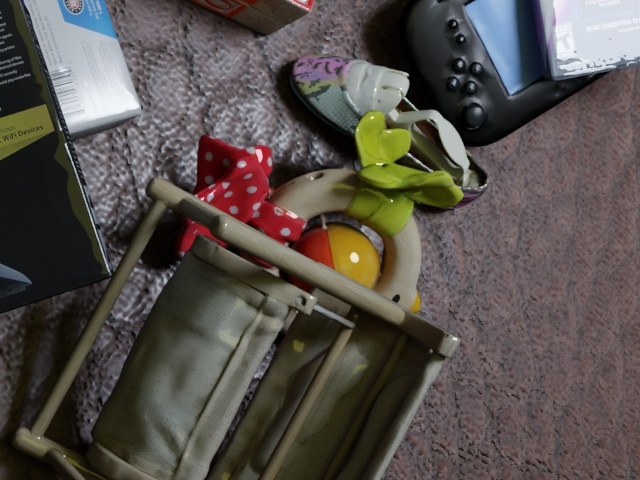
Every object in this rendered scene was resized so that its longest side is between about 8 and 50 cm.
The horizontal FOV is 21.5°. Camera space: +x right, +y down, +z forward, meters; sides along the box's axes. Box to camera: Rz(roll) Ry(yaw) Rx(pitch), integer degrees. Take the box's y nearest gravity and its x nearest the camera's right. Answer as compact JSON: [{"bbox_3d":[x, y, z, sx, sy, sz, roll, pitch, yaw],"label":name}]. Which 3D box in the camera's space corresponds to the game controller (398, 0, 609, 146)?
[{"bbox_3d":[0.229,-0.228,1.647,0.319,0.067,0.166,-32,114,-11],"label":"game controller"}]

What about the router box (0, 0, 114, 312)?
[{"bbox_3d":[-0.338,-0.039,1.269,0.309,0.081,0.243,-18,90,-6],"label":"router box"}]

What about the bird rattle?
[{"bbox_3d":[0.000,0.000,1.488,0.254,0.143,0.207,-17,114,-14],"label":"bird rattle"}]

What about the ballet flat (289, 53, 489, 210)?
[{"bbox_3d":[0.075,-0.112,1.587,0.221,0.079,0.077,39,52,-18],"label":"ballet flat"}]

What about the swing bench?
[{"bbox_3d":[-0.067,0.125,1.371,0.255,0.165,0.253,29,90,-28],"label":"swing bench"}]

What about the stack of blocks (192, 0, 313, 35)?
[{"bbox_3d":[-0.063,-0.362,1.549,0.171,0.087,0.297,23,71,-24],"label":"stack of blocks"}]

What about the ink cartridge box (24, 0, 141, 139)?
[{"bbox_3d":[-0.264,-0.140,1.396,0.191,0.082,0.139,-19,91,-29],"label":"ink cartridge box"}]

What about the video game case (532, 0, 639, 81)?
[{"bbox_3d":[0.286,-0.304,1.623,0.196,0.026,0.274,-11,95,-14],"label":"video game case"}]
